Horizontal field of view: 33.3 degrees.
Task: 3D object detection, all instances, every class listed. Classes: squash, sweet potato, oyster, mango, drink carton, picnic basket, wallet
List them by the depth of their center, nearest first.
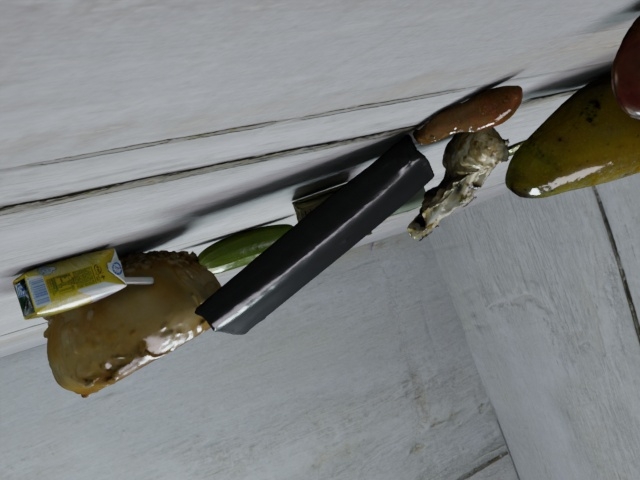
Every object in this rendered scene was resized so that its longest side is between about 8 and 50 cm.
[{"bbox_3d":[0.187,-0.161,1.441,0.050,0.050,0.214,-17,179,-39],"label":"sweet potato"},{"bbox_3d":[-0.345,0.057,1.586,0.200,0.074,0.084,-19,176,-34],"label":"drink carton"},{"bbox_3d":[-0.001,-0.001,1.639,0.406,0.062,0.228,-39,170,4],"label":"wallet"},{"bbox_3d":[0.429,-0.166,1.649,0.330,0.175,0.176,-18,144,-31],"label":"mango"},{"bbox_3d":[0.213,-0.096,1.742,0.166,0.094,0.294,-40,172,-50],"label":"oyster"},{"bbox_3d":[0.019,-0.040,1.822,0.115,0.079,0.164,-19,-171,-2],"label":"picnic basket"},{"bbox_3d":[-0.151,0.017,2.088,0.252,0.066,0.066,-18,176,-27],"label":"squash"}]

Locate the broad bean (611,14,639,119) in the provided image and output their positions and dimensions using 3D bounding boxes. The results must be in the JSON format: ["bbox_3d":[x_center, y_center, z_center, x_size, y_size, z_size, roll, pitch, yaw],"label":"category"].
[{"bbox_3d":[0.439,-0.209,1.195,0.229,0.156,0.122,-14,-178,16],"label":"broad bean"}]

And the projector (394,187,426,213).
[{"bbox_3d":[0.126,-0.087,1.891,0.082,0.083,0.083,-17,175,-37],"label":"projector"}]

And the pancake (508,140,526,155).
[{"bbox_3d":[0.442,-0.205,2.355,0.108,0.017,0.108,-22,173,-3],"label":"pancake"}]

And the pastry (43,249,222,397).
[{"bbox_3d":[-0.314,0.116,1.755,0.316,0.184,0.284,-29,-179,20],"label":"pastry"}]
